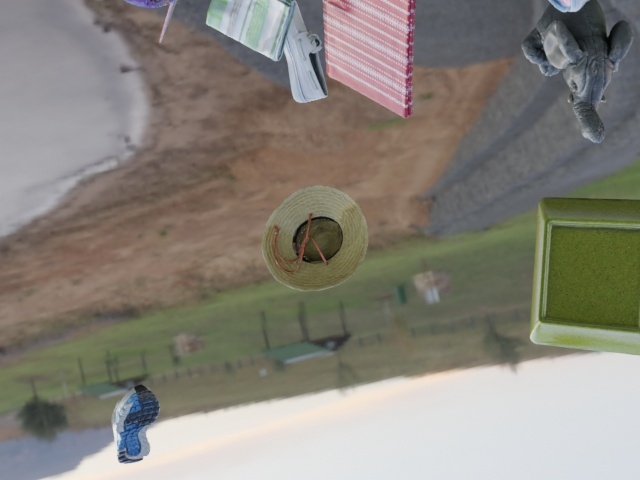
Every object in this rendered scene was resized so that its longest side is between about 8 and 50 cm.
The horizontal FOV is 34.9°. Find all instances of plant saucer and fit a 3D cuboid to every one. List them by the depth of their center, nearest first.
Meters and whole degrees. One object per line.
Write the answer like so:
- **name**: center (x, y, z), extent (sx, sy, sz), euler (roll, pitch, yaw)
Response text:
- **plant saucer**: center (0.337, 0.041, 1.231), extent (0.188, 0.188, 0.045), euler (3, 179, 37)

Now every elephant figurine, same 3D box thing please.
- **elephant figurine**: center (0.458, -0.318, 1.746), extent (0.169, 0.186, 0.239), euler (-36, -153, 14)

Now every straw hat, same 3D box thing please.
- **straw hat**: center (0.000, 0.000, 1.324), extent (0.144, 0.144, 0.061), euler (-15, 170, 15)

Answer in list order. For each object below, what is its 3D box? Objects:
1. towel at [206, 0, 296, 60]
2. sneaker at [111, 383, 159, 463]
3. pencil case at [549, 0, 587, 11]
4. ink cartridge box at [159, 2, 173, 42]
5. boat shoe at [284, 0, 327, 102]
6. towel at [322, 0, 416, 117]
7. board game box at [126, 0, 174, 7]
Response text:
- **towel**: center (-0.121, -0.380, 1.708), extent (0.023, 0.152, 0.113), euler (-41, 156, -54)
- **sneaker**: center (-0.312, 0.283, 1.652), extent (0.071, 0.083, 0.191), euler (-8, 141, -27)
- **pencil case**: center (0.382, -0.384, 1.209), extent (0.273, 0.113, 0.124), euler (-30, 147, 2)
- **ink cartridge box**: center (-0.217, -0.506, 1.639), extent (0.066, 0.261, 0.296), euler (24, 153, -9)
- **boat shoe**: center (-0.031, -0.396, 2.083), extent (0.075, 0.226, 0.083), euler (-3, -154, 23)
- **towel**: center (0.080, -0.346, 1.667), extent (0.031, 0.199, 0.275), euler (-37, 145, -29)
- **board game box**: center (-0.238, -0.404, 1.379), extent (0.133, 0.169, 0.033), euler (14, 167, -34)
